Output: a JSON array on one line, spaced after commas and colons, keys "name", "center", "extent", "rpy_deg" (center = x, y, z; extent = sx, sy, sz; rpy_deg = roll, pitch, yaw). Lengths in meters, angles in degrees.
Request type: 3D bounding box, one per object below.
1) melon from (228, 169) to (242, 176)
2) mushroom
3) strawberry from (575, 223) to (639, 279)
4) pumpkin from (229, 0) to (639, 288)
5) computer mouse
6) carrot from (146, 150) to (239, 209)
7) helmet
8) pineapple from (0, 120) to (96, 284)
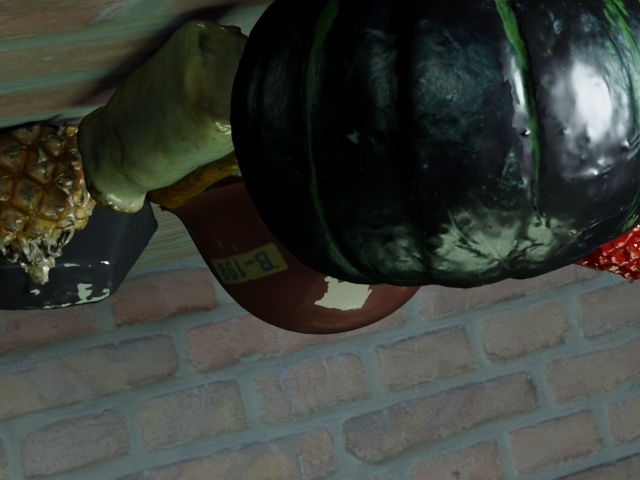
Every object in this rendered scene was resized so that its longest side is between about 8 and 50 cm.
[{"name": "melon", "center": [-0.089, -0.104, 1.810], "extent": [0.182, 0.054, 0.098], "rpy_deg": [-16, -169, 41]}, {"name": "mushroom", "center": [-0.121, -0.094, 1.261], "extent": [0.081, 0.100, 0.312], "rpy_deg": [-18, 177, -26]}, {"name": "strawberry", "center": [0.321, -0.100, 1.880], "extent": [0.312, 0.267, 0.351], "rpy_deg": [-10, 155, 33]}, {"name": "pumpkin", "center": [0.084, -0.095, 1.045], "extent": [0.315, 0.238, 0.315], "rpy_deg": [-1, -169, 0]}, {"name": "computer mouse", "center": [-0.268, -0.018, 1.644], "extent": [0.170, 0.100, 0.269], "rpy_deg": [-6, -160, 8]}, {"name": "carrot", "center": [-0.119, -0.087, 1.643], "extent": [0.070, 0.070, 0.260], "rpy_deg": [-12, 175, -30]}, {"name": "helmet", "center": [0.000, 0.000, 1.952], "extent": [0.385, 0.230, 0.337], "rpy_deg": [-14, -173, 45]}, {"name": "pineapple", "center": [-0.268, -0.026, 1.467], "extent": [0.161, 0.136, 0.176], "rpy_deg": [-13, 177, -16]}]
